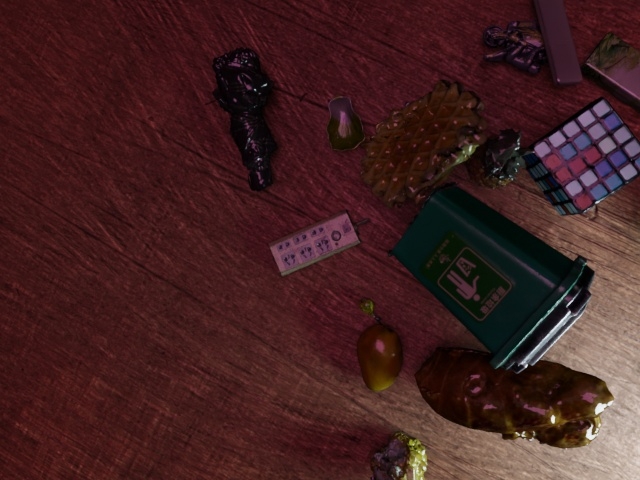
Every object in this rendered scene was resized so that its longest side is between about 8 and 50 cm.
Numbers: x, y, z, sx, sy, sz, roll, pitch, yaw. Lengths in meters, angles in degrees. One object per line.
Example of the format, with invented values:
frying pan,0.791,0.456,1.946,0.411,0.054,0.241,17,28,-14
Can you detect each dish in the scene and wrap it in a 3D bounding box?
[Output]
dish,0.060,-0.285,1.473,0.091,0.039,0.137,-12,87,16

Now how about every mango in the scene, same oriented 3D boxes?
mango,0.146,0.283,1.456,0.111,0.089,0.163,-12,100,21

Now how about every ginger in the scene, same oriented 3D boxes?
ginger,0.426,0.363,1.363,0.419,0.254,0.176,2,52,23

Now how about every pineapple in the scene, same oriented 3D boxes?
pineapple,0.388,-0.179,1.315,0.128,0.248,0.128,0,91,6

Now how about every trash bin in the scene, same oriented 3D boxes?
trash bin,0.374,0.058,1.311,0.381,0.295,0.259,42,116,16

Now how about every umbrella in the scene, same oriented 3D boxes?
umbrella,-0.160,-0.298,1.475,0.154,0.128,0.336,-20,95,25

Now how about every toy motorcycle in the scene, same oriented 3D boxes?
toy motorcycle,0.470,-0.442,1.385,0.194,0.061,0.124,-4,84,2

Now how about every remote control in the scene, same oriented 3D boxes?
remote control,0.526,-0.467,1.351,0.067,0.029,0.260,-6,78,-10

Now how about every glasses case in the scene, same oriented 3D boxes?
glasses case,0.721,-0.345,1.347,0.272,0.062,0.095,38,92,6

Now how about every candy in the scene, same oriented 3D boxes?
candy,0.141,0.192,1.483,0.035,0.035,0.123,-40,93,14

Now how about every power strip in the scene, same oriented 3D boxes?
power strip,0.000,0.000,1.495,0.268,0.034,0.092,-23,88,10

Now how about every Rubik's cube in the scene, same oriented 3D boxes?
Rubik's cube,0.569,-0.176,1.317,0.187,0.184,0.182,-36,87,11

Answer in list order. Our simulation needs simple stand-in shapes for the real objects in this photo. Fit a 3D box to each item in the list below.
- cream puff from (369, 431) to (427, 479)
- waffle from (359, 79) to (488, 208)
cream puff,0.200,0.540,1.435,0.156,0.156,0.121,-38,100,9
waffle,0.225,-0.219,1.355,0.317,0.297,0.073,-38,127,19
